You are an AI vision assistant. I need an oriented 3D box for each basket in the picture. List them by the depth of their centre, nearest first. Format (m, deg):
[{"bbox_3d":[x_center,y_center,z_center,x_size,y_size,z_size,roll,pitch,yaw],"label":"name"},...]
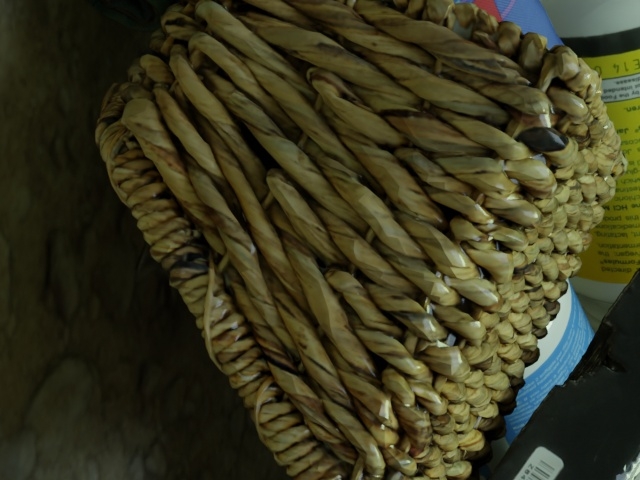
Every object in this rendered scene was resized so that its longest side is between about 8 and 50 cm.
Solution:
[{"bbox_3d":[0.000,0.000,0.911,0.223,0.213,0.299,-65,167,0],"label":"basket"}]

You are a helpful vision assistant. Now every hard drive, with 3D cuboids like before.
[{"bbox_3d":[0.109,0.185,1.079,0.237,0.064,0.339,-49,165,-30],"label":"hard drive"}]

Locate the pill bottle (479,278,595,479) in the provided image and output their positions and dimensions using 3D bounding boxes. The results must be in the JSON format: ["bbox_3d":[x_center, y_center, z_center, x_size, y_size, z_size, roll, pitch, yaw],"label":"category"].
[{"bbox_3d":[0.105,0.062,1.220,0.221,0.124,0.124,59,40,-50],"label":"pill bottle"}]

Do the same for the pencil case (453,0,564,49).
[{"bbox_3d":[0.051,-0.151,1.103,0.133,0.119,0.306,55,0,39],"label":"pencil case"}]

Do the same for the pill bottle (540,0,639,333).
[{"bbox_3d":[0.227,-0.077,1.398,0.188,0.188,0.334,-59,142,-46],"label":"pill bottle"}]

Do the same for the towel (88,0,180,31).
[{"bbox_3d":[-0.106,-0.310,0.865,0.271,0.040,0.370,39,54,-60],"label":"towel"}]
